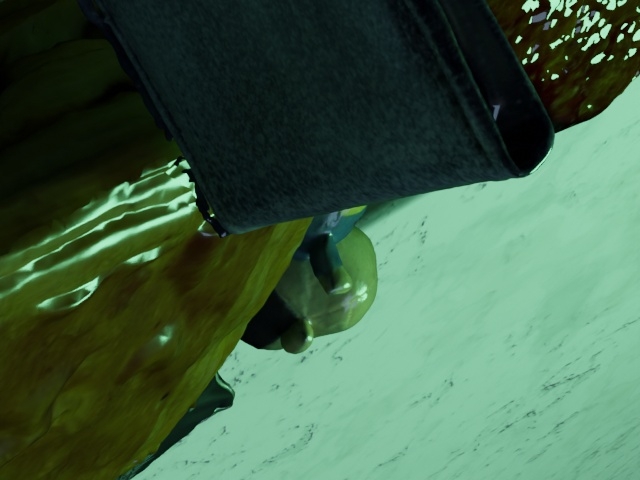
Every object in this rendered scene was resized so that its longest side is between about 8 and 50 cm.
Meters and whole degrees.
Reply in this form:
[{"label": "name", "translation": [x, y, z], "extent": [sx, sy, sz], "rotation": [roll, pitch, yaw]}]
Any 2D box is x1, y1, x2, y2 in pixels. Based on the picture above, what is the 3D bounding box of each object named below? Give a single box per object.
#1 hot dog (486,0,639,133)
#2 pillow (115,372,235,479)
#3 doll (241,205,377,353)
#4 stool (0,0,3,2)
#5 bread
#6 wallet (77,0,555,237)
[{"label": "hot dog", "translation": [0.083, -0.123, 0.947], "extent": [0.160, 0.099, 0.227], "rotation": [-42, 157, 9]}, {"label": "pillow", "translation": [-0.149, 0.120, 1.136], "extent": [0.208, 0.055, 0.141], "rotation": [-35, 150, -9]}, {"label": "doll", "translation": [0.000, 0.000, 1.093], "extent": [0.089, 0.102, 0.179], "rotation": [26, 129, -18]}, {"label": "stool", "translation": [-0.141, -0.120, 0.413], "extent": [0.178, 0.272, 0.272], "rotation": [-46, 159, -8]}, {"label": "bread", "translation": [-0.149, 0.014, 0.772], "extent": [0.324, 0.167, 0.277], "rotation": [-31, 161, -46]}, {"label": "wallet", "translation": [-0.033, -0.106, 0.586], "extent": [0.036, 0.222, 0.167], "rotation": [-38, -167, -31]}]
